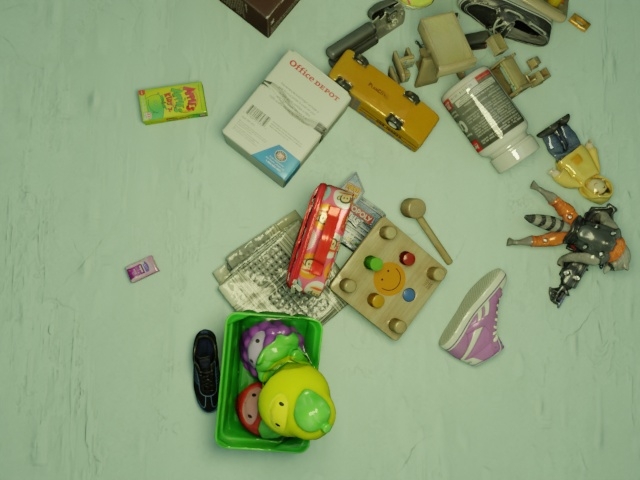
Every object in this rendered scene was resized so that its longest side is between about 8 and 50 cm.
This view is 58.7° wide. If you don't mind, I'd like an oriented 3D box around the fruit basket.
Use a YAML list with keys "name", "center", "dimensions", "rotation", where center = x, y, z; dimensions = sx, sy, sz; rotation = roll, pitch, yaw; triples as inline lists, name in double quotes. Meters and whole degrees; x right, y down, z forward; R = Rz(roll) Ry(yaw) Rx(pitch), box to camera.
- name: "fruit basket"
  center: [-0.111, 0.367, 1.409]
  dimensions: [0.282, 0.392, 0.392]
  rotation: [6, 84, -4]

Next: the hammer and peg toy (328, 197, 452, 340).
- name: "hammer and peg toy"
  center: [0.228, 0.068, 1.585]
  dimensions: [0.266, 0.127, 0.361]
  rotation: [40, 82, -10]

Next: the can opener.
- name: "can opener"
  center: [0.129, -0.624, 1.705]
  dimensions: [0.283, 0.076, 0.095]
  rotation: [-34, 56, -6]

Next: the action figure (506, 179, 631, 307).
- name: "action figure"
  center: [0.713, 0.024, 1.624]
  dimensions: [0.330, 0.178, 0.341]
  rotation: [21, 91, 9]

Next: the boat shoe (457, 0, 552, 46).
- name: "boat shoe"
  center: [0.552, -0.659, 1.709]
  dimensions: [0.301, 0.108, 0.102]
  rotation: [17, 69, -10]

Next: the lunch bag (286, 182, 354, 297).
- name: "lunch bag"
  center: [0.000, 0.000, 1.478]
  dimensions: [0.120, 0.258, 0.293]
  rotation: [18, 92, -4]

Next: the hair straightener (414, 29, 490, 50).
- name: "hair straightener"
  center: [0.398, -0.604, 1.704]
  dimensions: [0.230, 0.089, 0.047]
  rotation: [-3, 78, -4]

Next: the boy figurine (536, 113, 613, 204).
- name: "boy figurine"
  center: [0.760, -0.225, 1.699]
  dimensions: [0.177, 0.092, 0.285]
  rotation: [-29, 85, -11]

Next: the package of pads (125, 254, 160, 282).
- name: "package of pads"
  center: [-0.499, 0.080, 1.598]
  dimensions: [0.083, 0.032, 0.050]
  rotation: [-25, 85, -6]

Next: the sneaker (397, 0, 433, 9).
- name: "sneaker"
  center: [0.248, -0.765, 1.704]
  dimensions: [0.208, 0.094, 0.082]
  rotation: [21, 82, -4]

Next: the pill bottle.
- name: "pill bottle"
  center: [0.493, -0.345, 1.652]
  dimensions: [0.161, 0.161, 0.283]
  rotation: [-35, 88, -7]

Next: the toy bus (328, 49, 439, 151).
- name: "toy bus"
  center: [0.178, -0.401, 1.646]
  dimensions: [0.332, 0.130, 0.108]
  rotation: [35, 84, -1]

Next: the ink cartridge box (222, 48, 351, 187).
- name: "ink cartridge box"
  center: [-0.095, -0.342, 1.620]
  dimensions: [0.223, 0.129, 0.307]
  rotation: [38, 83, 0]

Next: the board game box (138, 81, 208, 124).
- name: "board game box"
  center: [-0.424, -0.395, 1.642]
  dimensions: [0.181, 0.043, 0.092]
  rotation: [-10, 85, -5]

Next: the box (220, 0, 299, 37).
- name: "box"
  center: [-0.242, -0.795, 1.647]
  dimensions: [0.381, 0.143, 0.191]
  rotation: [38, 83, 1]

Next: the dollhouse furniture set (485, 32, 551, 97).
- name: "dollhouse furniture set"
  center: [0.578, -0.531, 1.728]
  dimensions: [0.161, 0.101, 0.182]
  rotation: [-27, 87, -31]

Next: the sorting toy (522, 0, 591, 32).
- name: "sorting toy"
  center: [0.678, -0.752, 1.718]
  dimensions: [0.347, 0.047, 0.196]
  rotation: [30, 49, -2]

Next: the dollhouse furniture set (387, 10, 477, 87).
- name: "dollhouse furniture set"
  center: [0.330, -0.491, 1.607]
  dimensions: [0.212, 0.242, 0.161]
  rotation: [-16, 74, -6]

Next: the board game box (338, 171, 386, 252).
- name: "board game box"
  center: [0.088, -0.089, 1.647]
  dimensions: [0.194, 0.060, 0.194]
  rotation: [34, 84, -1]

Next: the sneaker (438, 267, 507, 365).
- name: "sneaker"
  center: [0.480, 0.227, 1.636]
  dimensions: [0.161, 0.102, 0.282]
  rotation: [33, 94, -4]

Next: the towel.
- name: "towel"
  center: [-0.101, 0.121, 1.615]
  dimensions: [0.312, 0.056, 0.324]
  rotation: [-38, 88, -7]

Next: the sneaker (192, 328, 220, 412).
- name: "sneaker"
  center: [-0.314, 0.360, 1.558]
  dimensions: [0.081, 0.090, 0.232]
  rotation: [-6, 85, -5]

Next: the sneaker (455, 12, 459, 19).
- name: "sneaker"
  center: [0.398, -0.660, 1.737]
  dimensions: [0.035, 0.031, 0.083]
  rotation: [22, 84, -2]
